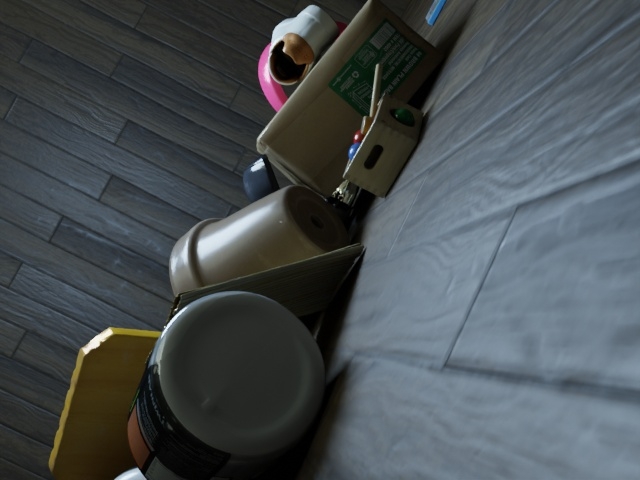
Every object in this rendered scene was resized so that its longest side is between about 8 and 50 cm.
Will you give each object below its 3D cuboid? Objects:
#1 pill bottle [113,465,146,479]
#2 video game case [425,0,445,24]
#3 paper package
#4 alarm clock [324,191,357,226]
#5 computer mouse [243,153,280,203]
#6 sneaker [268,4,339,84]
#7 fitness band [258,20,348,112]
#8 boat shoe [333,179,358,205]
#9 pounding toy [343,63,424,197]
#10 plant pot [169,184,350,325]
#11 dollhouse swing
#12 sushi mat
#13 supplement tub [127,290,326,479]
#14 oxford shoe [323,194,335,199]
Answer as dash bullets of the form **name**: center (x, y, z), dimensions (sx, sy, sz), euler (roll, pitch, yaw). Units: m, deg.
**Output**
- **pill bottle**: center (-0.250, 0.422, 1.296), dimensions (0.176, 0.176, 0.318), euler (-64, 4, -17)
- **video game case**: center (0.286, -0.573, 2.078), dimensions (0.119, 0.015, 0.166), euler (-62, 4, 18)
- **paper package**: center (0.041, -0.244, 1.590), dimensions (0.325, 0.168, 0.309), euler (-50, 6, 0)
- **alarm clock**: center (0.000, 0.000, 1.652), dimensions (0.192, 0.064, 0.129), euler (-59, 5, 7)
- **computer mouse**: center (-0.090, -0.057, 1.583), dimensions (0.060, 0.184, 0.262), euler (-20, 2, -1)
- **sneaker**: center (-0.062, -0.335, 1.594), dimensions (0.123, 0.106, 0.290), euler (-50, 7, -10)
- **fitness band**: center (-0.003, -0.344, 1.825), dimensions (0.291, 0.209, 0.054), euler (-29, 8, -37)
- **boat shoe**: center (0.049, -0.099, 1.800), dimensions (0.050, 0.045, 0.135), euler (-59, 6, 46)
- **pounding toy**: center (0.092, -0.168, 1.333), dimensions (0.141, 0.100, 0.130), euler (-60, 5, 32)
- **plant pot**: center (-0.077, 0.032, 1.435), dimensions (0.229, 0.263, 0.263), euler (-40, 15, 27)
- **dollhouse swing**: center (-0.303, 0.259, 1.564), dimensions (0.315, 0.305, 0.346), euler (-127, 53, -66)
- **sushi mat**: center (-0.082, 0.085, 1.197), dimensions (0.317, 0.019, 0.151), euler (-15, -34, -40)
- **supplement tub**: center (-0.126, 0.203, 1.051), dimensions (0.193, 0.194, 0.316), euler (-65, 6, -31)
- **oxford shoe**: center (0.023, -0.108, 1.936), dimensions (0.227, 0.083, 0.096), euler (-69, 3, -62)
